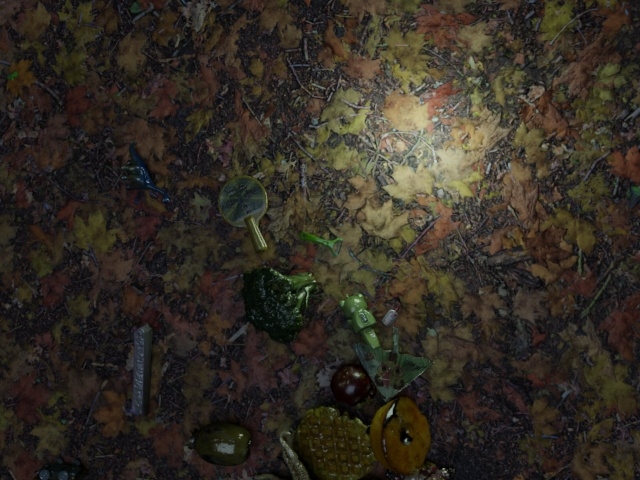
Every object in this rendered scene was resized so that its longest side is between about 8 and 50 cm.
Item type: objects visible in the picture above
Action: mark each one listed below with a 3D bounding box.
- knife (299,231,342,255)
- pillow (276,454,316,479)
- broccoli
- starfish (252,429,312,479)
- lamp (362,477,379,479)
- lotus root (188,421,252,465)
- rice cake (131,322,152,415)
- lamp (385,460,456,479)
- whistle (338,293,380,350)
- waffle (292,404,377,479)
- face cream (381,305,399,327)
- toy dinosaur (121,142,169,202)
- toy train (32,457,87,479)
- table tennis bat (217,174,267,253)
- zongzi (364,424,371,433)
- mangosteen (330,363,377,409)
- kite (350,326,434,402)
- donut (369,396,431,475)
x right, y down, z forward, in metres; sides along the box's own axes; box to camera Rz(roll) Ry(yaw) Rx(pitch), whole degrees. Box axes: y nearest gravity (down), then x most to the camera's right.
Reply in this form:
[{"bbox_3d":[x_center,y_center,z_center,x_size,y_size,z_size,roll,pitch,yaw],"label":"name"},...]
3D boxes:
[{"bbox_3d":[0.000,0.000,1.649,0.166,0.022,0.078,19,86,6],"label":"knife"},{"bbox_3d":[-0.090,0.849,1.613,0.150,0.090,0.048,48,52,4],"label":"pillow"},{"bbox_3d":[-0.137,0.217,1.548,0.283,0.321,0.304,-27,96,-25],"label":"broccoli"},{"bbox_3d":[-0.087,0.911,1.557,0.432,0.082,0.324,54,132,8],"label":"starfish"},{"bbox_3d":[0.152,0.990,1.527,0.176,0.177,0.274,27,92,7],"label":"lamp"},{"bbox_3d":[-0.388,0.759,1.616,0.277,0.154,0.154,5,89,12],"label":"lotus root"},{"bbox_3d":[-0.703,0.512,1.699,0.056,0.072,0.366,3,91,5],"label":"rice cake"},{"bbox_3d":[0.358,0.838,1.534,0.252,0.118,0.119,8,89,8],"label":"lamp"},{"bbox_3d":[0.150,0.292,1.572,0.105,0.085,0.228,-20,65,-19],"label":"whistle"},{"bbox_3d":[0.049,0.736,1.559,0.302,0.068,0.325,40,111,10],"label":"waffle"},{"bbox_3d":[0.264,0.282,1.607,0.040,0.021,0.083,35,92,6],"label":"face cream"},{"bbox_3d":[-0.696,-0.276,1.735,0.187,0.075,0.248,2,83,-3],"label":"toy dinosaur"},{"bbox_3d":[-1.033,0.951,1.718,0.219,0.089,0.127,1,99,7],"label":"toy train"},{"bbox_3d":[-0.283,-0.101,1.679,0.198,0.050,0.321,-23,81,4],"label":"table tennis bat"},{"bbox_3d":[0.131,0.693,1.599,0.104,0.052,0.113,38,83,5],"label":"zongzi"},{"bbox_3d":[0.117,0.544,1.561,0.145,0.155,0.182,-23,105,-28],"label":"mangosteen"},{"bbox_3d":[0.256,0.446,1.560,0.322,0.013,0.268,16,68,-5],"label":"kite"},{"bbox_3d":[0.280,0.674,1.493,0.118,0.253,0.254,-28,83,50],"label":"donut"}]
